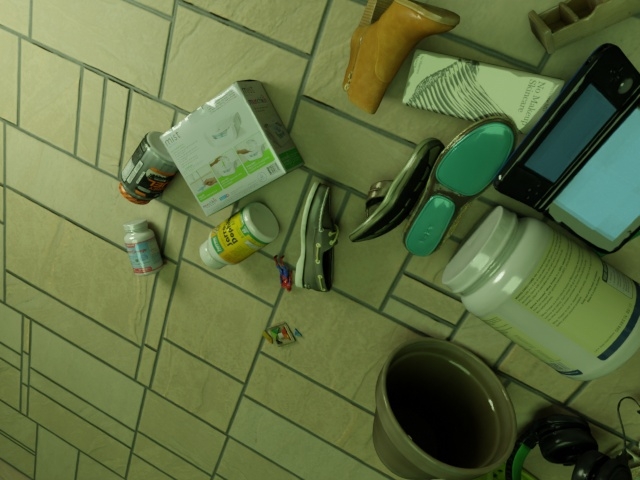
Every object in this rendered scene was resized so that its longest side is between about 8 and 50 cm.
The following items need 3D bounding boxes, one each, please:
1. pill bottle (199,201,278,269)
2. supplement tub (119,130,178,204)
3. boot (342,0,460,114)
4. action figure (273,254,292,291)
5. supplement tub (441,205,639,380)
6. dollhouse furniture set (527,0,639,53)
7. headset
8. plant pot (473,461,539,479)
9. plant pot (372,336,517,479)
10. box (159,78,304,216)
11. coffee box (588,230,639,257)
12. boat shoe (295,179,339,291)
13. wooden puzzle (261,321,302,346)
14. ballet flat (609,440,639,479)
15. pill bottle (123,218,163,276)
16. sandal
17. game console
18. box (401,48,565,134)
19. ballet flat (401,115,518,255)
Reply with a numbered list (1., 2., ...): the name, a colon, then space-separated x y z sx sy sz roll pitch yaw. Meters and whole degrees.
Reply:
1. pill bottle: -0.222 -0.005 1.121 0.209 0.117 0.117 -31 98 28
2. supplement tub: -0.458 -0.190 1.134 0.117 0.117 0.190 46 119 -2
3. boot: 0.134 -0.339 0.795 0.104 0.295 0.211 3 122 -23
4. action figure: -0.100 0.094 1.167 0.038 0.030 0.115 0 115 26
5. supplement tub: 0.443 0.100 0.857 0.325 0.235 0.235 35 118 4
6. dollhouse furniture set: 0.410 -0.460 0.665 0.161 0.212 0.242 -20 130 24
7. headset: 0.628 0.522 0.981 0.185 0.243 0.394 36 102 -24
8. plant pot: 0.470 0.742 1.115 0.228 0.227 0.207 36 124 3
9. plant pot: 0.265 0.452 1.050 0.324 0.323 0.280 26 134 9
10. box: -0.217 -0.220 1.029 0.262 0.127 0.231 -25 100 27
11. coffee box: 0.609 -0.061 0.843 0.113 0.040 0.184 46 119 -1
12. boat shoe: 0.002 -0.002 1.051 0.091 0.109 0.304 15 121 13
13. wooden puzzle: -0.118 0.284 1.257 0.116 0.014 0.078 -31 98 27
14. ballet flat: 0.768 0.523 1.005 0.206 0.073 0.067 -42 78 25
15. pill bottle: -0.534 0.020 1.260 0.087 0.087 0.160 -3 110 21
16. sandal: 0.165 -0.111 0.959 0.086 0.120 0.302 50 120 28
17. game console: 0.514 -0.147 0.755 0.293 0.250 0.173 -58 41 24
18. box: 0.310 -0.293 0.828 0.276 0.094 0.113 17 116 13
19. ballet flat: 0.282 -0.115 0.892 0.123 0.123 0.348 30 126 6
